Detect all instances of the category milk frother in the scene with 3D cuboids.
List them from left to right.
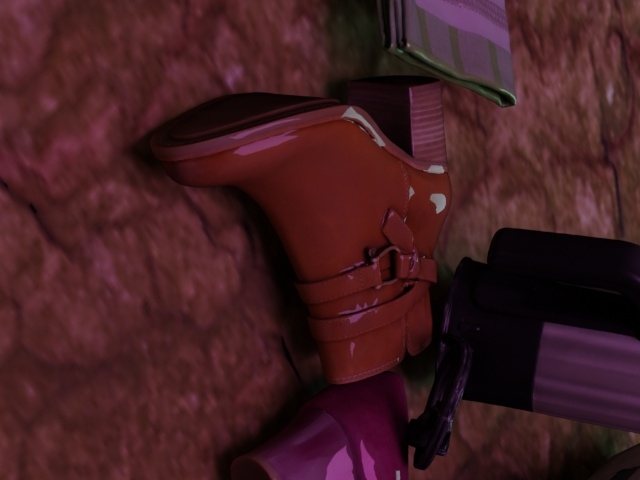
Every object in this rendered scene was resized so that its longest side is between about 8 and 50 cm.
[{"bbox_3d":[0.126,0.077,0.854,0.129,0.135,0.143,71,32,-61],"label":"milk frother"}]

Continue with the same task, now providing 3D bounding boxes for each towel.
[{"bbox_3d":[0.069,-0.157,0.852,0.113,0.023,0.152,15,63,-45],"label":"towel"}]

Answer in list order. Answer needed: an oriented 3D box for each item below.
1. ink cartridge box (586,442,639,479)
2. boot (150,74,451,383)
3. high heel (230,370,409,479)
[{"bbox_3d":[0.207,0.211,0.964,0.191,0.082,0.139,-22,83,-58],"label":"ink cartridge box"},{"bbox_3d":[0.000,0.000,0.801,0.197,0.073,0.152,-12,106,-42],"label":"boot"},{"bbox_3d":[0.029,0.196,0.849,0.117,0.082,0.244,-27,104,-40],"label":"high heel"}]
